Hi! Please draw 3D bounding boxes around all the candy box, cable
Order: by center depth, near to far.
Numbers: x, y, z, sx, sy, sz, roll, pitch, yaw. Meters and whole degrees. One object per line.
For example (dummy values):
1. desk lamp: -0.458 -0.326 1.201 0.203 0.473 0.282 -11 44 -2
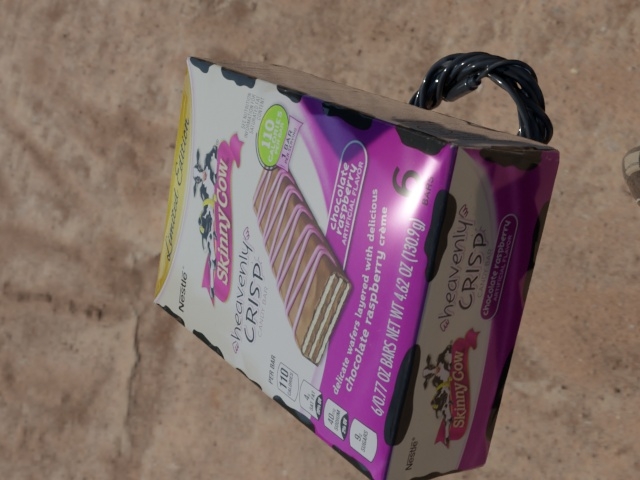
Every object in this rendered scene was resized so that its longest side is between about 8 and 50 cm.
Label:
1. candy box: 0.000 0.000 0.488 0.233 0.071 0.159 28 113 50
2. cable: 0.147 -0.108 0.900 0.151 0.047 0.184 54 136 27

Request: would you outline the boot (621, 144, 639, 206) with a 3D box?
1. boot: 0.395 0.037 0.818 0.377 0.138 0.284 175 86 -81
